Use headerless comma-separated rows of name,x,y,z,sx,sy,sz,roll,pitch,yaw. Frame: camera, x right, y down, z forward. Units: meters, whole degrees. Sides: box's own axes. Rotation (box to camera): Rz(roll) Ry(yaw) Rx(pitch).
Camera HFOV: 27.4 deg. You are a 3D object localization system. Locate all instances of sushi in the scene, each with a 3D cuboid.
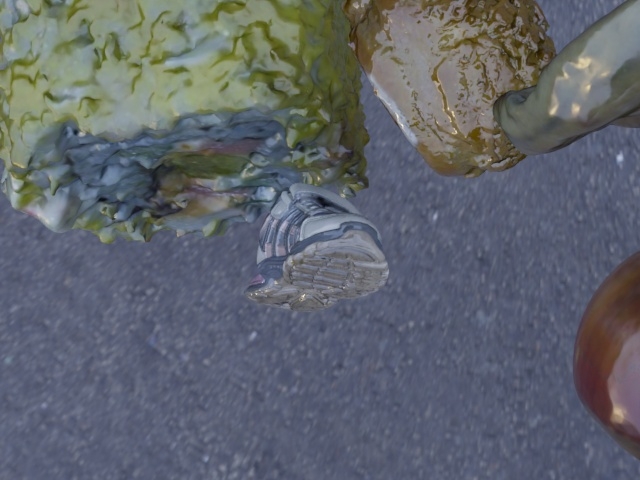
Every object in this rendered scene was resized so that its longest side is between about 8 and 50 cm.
sushi,-0.136,-0.144,1.258,0.351,0.396,0.240,-10,75,7

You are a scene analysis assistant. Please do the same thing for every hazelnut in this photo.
hazelnut,0.548,0.178,1.773,0.409,0.359,0.359,21,111,14

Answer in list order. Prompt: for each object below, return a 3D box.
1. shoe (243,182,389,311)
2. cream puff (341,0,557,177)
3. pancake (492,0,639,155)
shoe,0.000,0.000,1.111,0.089,0.092,0.180,14,158,-22
cream puff,0.087,-0.116,0.819,0.115,0.165,0.150,-34,144,7
pancake,0.180,-0.106,0.559,0.242,0.242,0.050,-35,91,20
